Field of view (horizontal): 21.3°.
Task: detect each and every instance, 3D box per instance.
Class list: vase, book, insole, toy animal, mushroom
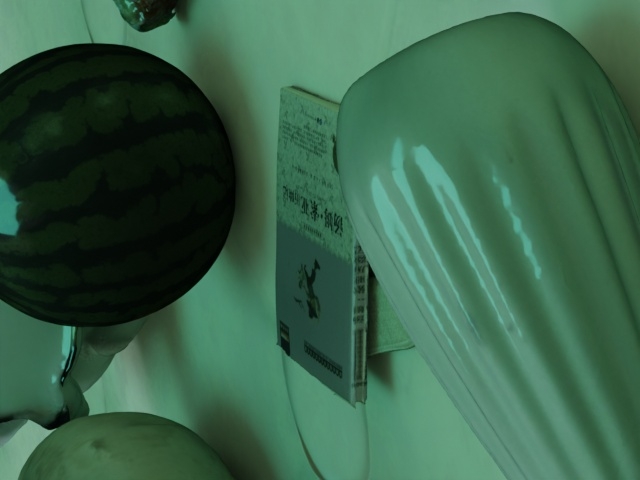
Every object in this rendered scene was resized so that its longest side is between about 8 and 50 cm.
[{"bbox_3d":[0.099,0.031,0.725,0.248,0.128,0.128,66,157,5],"label":"vase"},{"bbox_3d":[0.000,0.000,1.072,0.127,0.014,0.181,-149,57,-61],"label":"book"},{"bbox_3d":[0.024,0.048,1.066,0.192,0.010,0.063,167,92,-69],"label":"insole"},{"bbox_3d":[-0.255,0.080,1.517,0.249,0.289,0.174,-33,94,25],"label":"toy animal"},{"bbox_3d":[-0.165,0.267,1.336,0.356,0.315,0.315,52,176,-36],"label":"mushroom"}]

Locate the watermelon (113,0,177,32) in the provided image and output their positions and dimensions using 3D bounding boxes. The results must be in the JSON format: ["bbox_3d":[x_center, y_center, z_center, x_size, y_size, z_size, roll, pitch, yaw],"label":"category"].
[{"bbox_3d":[-0.130,-0.241,1.231,0.139,0.071,0.187,23,121,60],"label":"watermelon"}]

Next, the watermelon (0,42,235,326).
[{"bbox_3d":[-0.167,-0.038,1.225,0.212,0.212,0.212,168,90,-69],"label":"watermelon"}]
